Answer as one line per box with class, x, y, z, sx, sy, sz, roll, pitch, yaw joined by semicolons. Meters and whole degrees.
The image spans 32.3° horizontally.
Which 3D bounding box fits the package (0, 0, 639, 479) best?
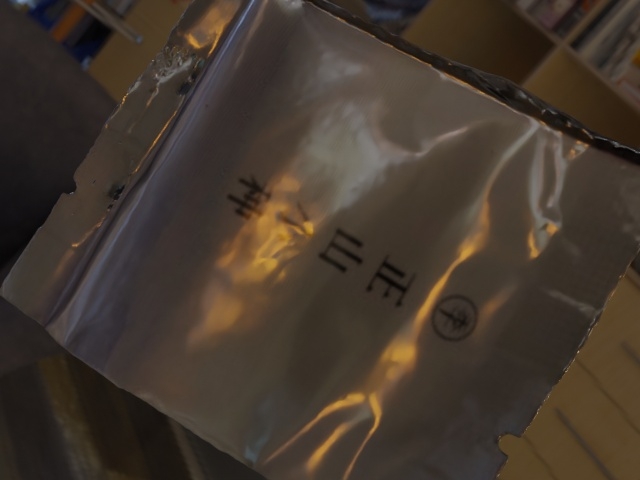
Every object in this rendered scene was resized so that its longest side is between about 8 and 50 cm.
package;0.000;0.000;0.493;0.251;0.204;0.062;30;-7;24
